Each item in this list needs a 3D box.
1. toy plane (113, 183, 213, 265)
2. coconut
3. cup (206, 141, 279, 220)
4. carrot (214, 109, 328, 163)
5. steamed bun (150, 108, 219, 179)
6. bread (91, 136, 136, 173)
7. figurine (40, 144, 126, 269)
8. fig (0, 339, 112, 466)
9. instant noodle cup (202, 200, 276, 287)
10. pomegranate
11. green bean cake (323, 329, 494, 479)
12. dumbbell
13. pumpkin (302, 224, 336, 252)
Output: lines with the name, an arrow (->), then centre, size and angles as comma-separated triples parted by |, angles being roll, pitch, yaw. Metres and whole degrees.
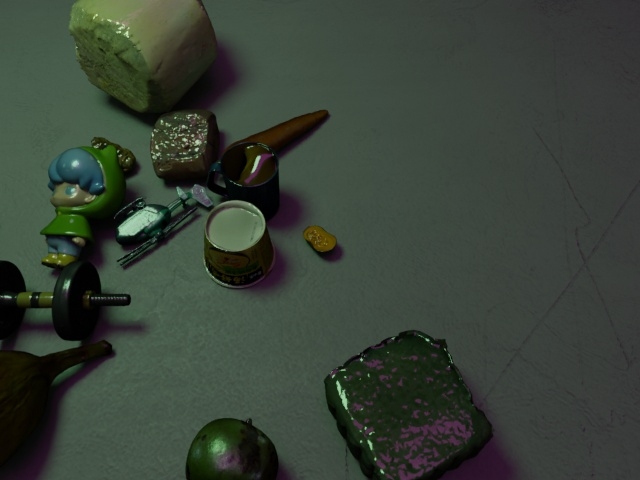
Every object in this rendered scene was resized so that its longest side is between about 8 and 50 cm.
toy plane -> -0.340, -0.049, 1.060 | 0.235, 0.060, 0.096 | -40, 75, -19
coconut -> -0.393, -0.480, 1.185 | 0.297, 0.298, 0.310 | 26, 62, 14
cup -> -0.153, -0.124, 1.063 | 0.150, 0.138, 0.113 | 36, 63, 19
carrot -> -0.104, -0.234, 1.181 | 0.335, 0.069, 0.069 | -32, 64, -24
steamed bun -> -0.304, -0.219, 1.137 | 0.144, 0.106, 0.175 | 0, 61, -2
bread -> -0.466, -0.187, 1.142 | 0.110, 0.060, 0.066 | 27, 32, 13
figurine -> -0.485, -0.070, 1.025 | 0.162, 0.143, 0.264 | -2, 71, 39
fig -> -0.508, 0.256, 0.843 | 0.190, 0.191, 0.290 | 32, 23, 17
instant noodle cup -> -0.164, 0.003, 0.995 | 0.151, 0.122, 0.152 | 1, 61, -1
pomegranate -> -0.135, 0.351, 0.760 | 0.148, 0.149, 0.169 | -2, 37, -3
green bean cake -> 0.139, 0.275, 0.836 | 0.222, 0.125, 0.227 | -24, 60, -13
dumbbell -> -0.503, 0.106, 0.908 | 0.325, 0.143, 0.143 | 1, 58, -1
pumpkin -> -0.001, 0.001, 1.055 | 0.050, 0.028, 0.083 | -33, 56, -18
